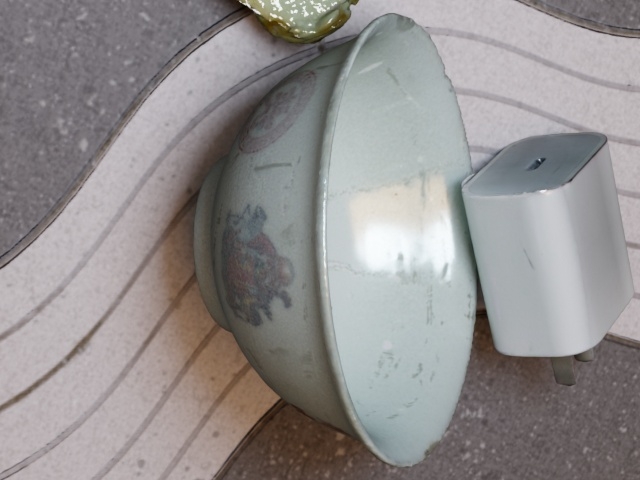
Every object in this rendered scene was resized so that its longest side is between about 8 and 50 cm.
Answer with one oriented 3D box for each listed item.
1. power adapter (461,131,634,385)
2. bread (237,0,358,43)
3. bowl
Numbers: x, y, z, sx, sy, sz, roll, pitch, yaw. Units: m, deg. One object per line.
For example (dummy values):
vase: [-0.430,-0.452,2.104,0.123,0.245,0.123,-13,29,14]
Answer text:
power adapter: [0.255,0.030,1.758,0.187,0.124,0.255,-39,121,-52]
bread: [-0.062,-0.291,1.599,0.232,0.088,0.128,41,76,-20]
bowl: [0.000,0.000,1.598,0.435,0.196,0.435,-1,90,-67]
